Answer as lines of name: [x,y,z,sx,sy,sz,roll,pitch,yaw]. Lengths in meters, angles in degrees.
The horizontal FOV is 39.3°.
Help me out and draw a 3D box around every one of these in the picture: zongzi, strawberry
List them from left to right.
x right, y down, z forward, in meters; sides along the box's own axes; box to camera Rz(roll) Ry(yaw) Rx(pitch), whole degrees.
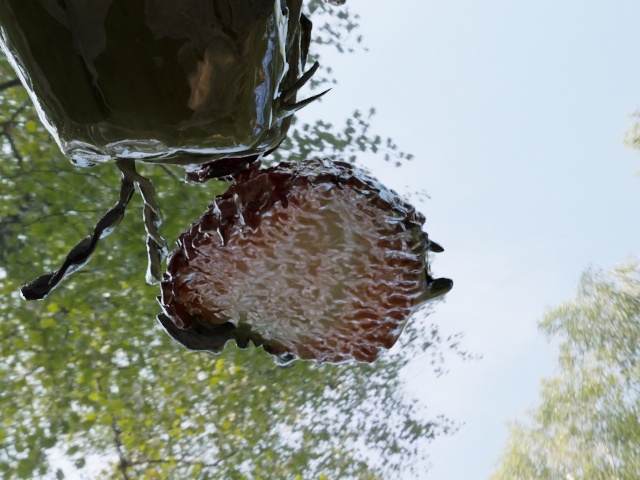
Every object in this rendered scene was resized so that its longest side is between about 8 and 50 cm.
zongzi: [-0.089,-0.268,0.603,0.218,0.467,0.500,-9,-65,18]
strawberry: [0.000,0.000,0.771,0.233,0.306,0.138,18,-126,-20]

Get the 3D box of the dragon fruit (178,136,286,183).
dragon fruit: [-0.096,-0.115,0.758,0.142,0.130,0.121,36,-55,0]

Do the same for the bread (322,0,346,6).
bread: [0.010,-0.314,0.960,0.044,0.157,0.052,-4,-116,5]
